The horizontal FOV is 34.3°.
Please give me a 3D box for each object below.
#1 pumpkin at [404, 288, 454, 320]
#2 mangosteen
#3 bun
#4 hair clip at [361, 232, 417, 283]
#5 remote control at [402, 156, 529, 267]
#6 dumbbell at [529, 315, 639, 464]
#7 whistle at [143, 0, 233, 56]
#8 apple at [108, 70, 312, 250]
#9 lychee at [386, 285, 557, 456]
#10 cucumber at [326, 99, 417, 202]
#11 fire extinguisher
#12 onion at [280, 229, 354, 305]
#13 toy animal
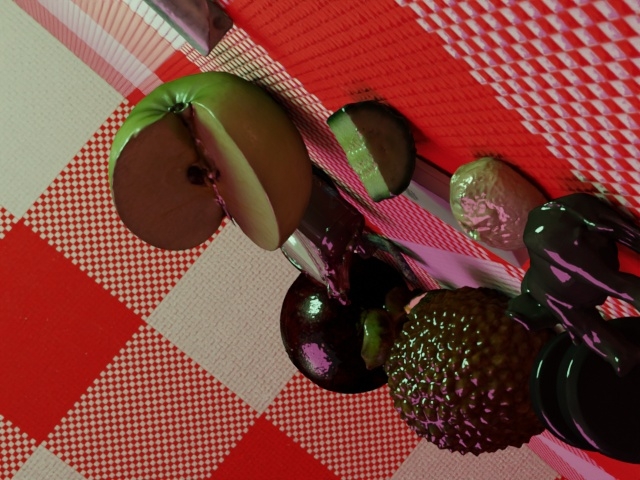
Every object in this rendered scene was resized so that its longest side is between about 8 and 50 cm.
[{"bbox_3d":[0.222,0.142,1.888,0.119,0.107,0.183,47,-179,-4],"label":"pumpkin"},{"bbox_3d":[0.072,0.180,2.185,0.330,0.330,0.330,39,174,5],"label":"mangosteen"},{"bbox_3d":[0.174,-0.032,1.037,0.115,0.069,0.115,38,173,5],"label":"bun"},{"bbox_3d":[0.124,0.022,1.935,0.066,0.036,0.229,44,177,-30],"label":"hair clip"},{"bbox_3d":[0.143,-0.053,1.244,0.250,0.034,0.103,35,173,35],"label":"remote control"},{"bbox_3d":[0.328,0.166,1.168,0.152,0.152,0.218,39,175,5],"label":"dumbbell"},{"bbox_3d":[-0.235,-0.349,1.261,0.312,0.062,0.062,41,174,-19],"label":"whistle"},{"bbox_3d":[-0.157,-0.124,1.559,0.295,0.233,0.258,-5,130,22],"label":"apple"},{"bbox_3d":[0.234,0.204,1.573,0.267,0.267,0.267,39,174,5],"label":"lychee"},{"bbox_3d":[0.064,-0.107,1.175,0.116,0.062,0.115,59,174,-3],"label":"cucumber"},{"bbox_3d":[-0.026,-0.077,1.788,0.341,0.105,0.141,41,176,18],"label":"fire extinguisher"},{"bbox_3d":[0.000,0.000,2.017,0.283,0.120,0.227,53,165,20],"label":"onion"},{"bbox_3d":[0.253,0.037,0.960,0.146,0.114,0.245,30,149,26],"label":"toy animal"}]
